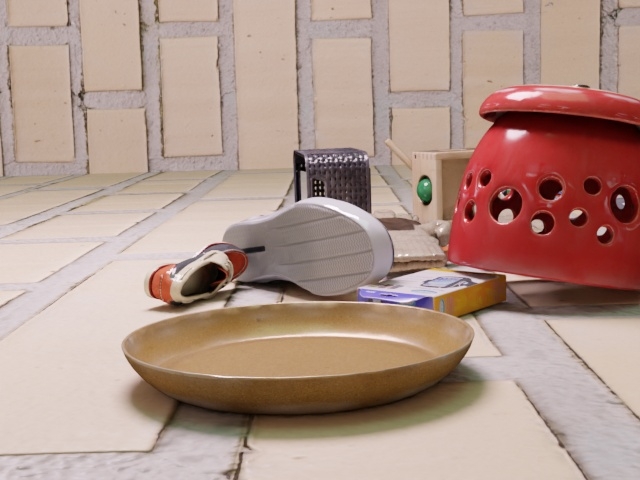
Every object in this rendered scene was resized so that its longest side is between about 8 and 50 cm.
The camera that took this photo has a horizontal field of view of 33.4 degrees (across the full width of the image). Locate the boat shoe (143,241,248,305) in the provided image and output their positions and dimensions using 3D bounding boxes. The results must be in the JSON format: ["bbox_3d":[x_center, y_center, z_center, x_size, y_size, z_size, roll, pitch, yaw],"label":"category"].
[{"bbox_3d":[-0.110,0.033,1.027,0.043,0.049,0.137,7,13,32],"label":"boat shoe"}]

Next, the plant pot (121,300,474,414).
[{"bbox_3d":[-0.014,0.077,0.722,0.236,0.032,0.236,-2,7,0],"label":"plant pot"}]

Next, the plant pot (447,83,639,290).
[{"bbox_3d":[0.223,-0.049,0.994,0.191,0.174,0.191,7,-1,0],"label":"plant pot"}]

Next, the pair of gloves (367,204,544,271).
[{"bbox_3d":[0.155,0.001,1.181,0.240,0.042,0.204,-4,16,-10],"label":"pair of gloves"}]

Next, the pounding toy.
[{"bbox_3d":[0.180,-0.088,1.576,0.141,0.130,0.100,-5,8,-23],"label":"pounding toy"}]

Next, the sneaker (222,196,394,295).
[{"bbox_3d":[0.000,0.000,1.050,0.091,0.094,0.258,-11,8,-34],"label":"sneaker"}]

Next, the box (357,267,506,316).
[{"bbox_3d":[0.095,0.049,0.938,0.081,0.028,0.136,4,12,40],"label":"box"}]

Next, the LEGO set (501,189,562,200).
[{"bbox_3d":[0.294,-0.061,1.765,0.244,0.060,0.182,-10,23,-43],"label":"LEGO set"}]

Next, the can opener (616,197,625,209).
[{"bbox_3d":[0.506,-0.052,1.352,0.283,0.095,0.076,6,10,44],"label":"can opener"}]

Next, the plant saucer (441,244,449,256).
[{"bbox_3d":[0.125,0.013,1.259,0.084,0.013,0.083,-2,7,0],"label":"plant saucer"}]

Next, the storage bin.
[{"bbox_3d":[0.014,-0.060,1.424,0.084,0.122,0.180,-3,7,-6],"label":"storage bin"}]
